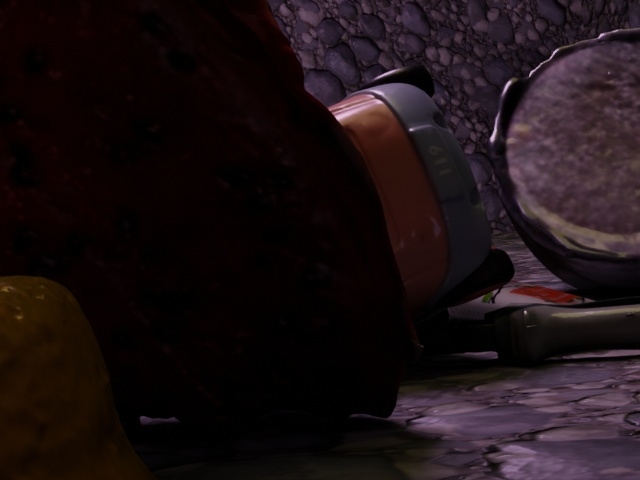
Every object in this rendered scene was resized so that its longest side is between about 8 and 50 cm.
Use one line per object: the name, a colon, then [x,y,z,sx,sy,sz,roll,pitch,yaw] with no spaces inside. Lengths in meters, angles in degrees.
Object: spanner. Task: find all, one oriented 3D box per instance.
spanner: [0.179,0.064,0.888,0.325,0.040,0.095,-5,1,3]

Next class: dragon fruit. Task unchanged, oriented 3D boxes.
dragon fruit: [-0.080,-0.076,0.706,0.286,0.329,0.228,2,24,4]

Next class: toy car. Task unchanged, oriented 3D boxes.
toy car: [0.000,0.000,0.946,0.213,0.180,0.270,-18,-11,-23]

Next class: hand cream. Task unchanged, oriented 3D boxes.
hand cream: [0.183,0.059,1.152,0.080,0.050,0.234,-2,5,-37]

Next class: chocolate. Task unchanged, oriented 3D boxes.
chocolate: [0.351,-0.063,1.392,0.303,0.303,0.213,-5,-30,11]

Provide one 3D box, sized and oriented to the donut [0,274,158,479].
donut: [-0.221,0.080,0.494,0.303,0.110,0.303,-6,2,0]
